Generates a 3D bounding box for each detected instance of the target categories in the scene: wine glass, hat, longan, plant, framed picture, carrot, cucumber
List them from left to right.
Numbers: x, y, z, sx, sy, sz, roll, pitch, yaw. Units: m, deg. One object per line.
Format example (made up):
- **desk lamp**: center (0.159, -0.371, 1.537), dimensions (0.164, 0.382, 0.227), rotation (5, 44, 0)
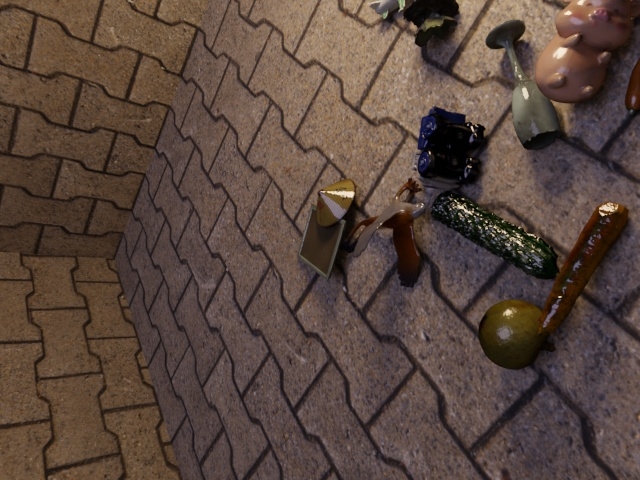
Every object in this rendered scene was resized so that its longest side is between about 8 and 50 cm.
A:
- **framed picture**: center (0.000, 0.000, 1.577), dimensions (0.274, 0.017, 0.216), rotation (36, 111, 59)
- **hat**: center (0.025, -0.147, 1.514), dimensions (0.193, 0.082, 0.192), rotation (-34, 37, 31)
- **plant**: center (0.312, -0.664, 1.282), dimensions (0.143, 0.131, 0.202), rotation (-31, 64, 38)
- **cucumber**: center (0.427, -0.016, 1.093), dimensions (0.359, 0.096, 0.096), rotation (38, 113, 43)
- **wine glass**: center (0.456, -0.344, 1.149), dimensions (0.264, 0.097, 0.309), rotation (138, 126, -61)
- **longan**: center (0.446, 0.216, 1.015), dimensions (0.176, 0.145, 0.154), rotation (27, 133, 6)
- **carrot**: center (0.541, 0.065, 0.936), dimensions (0.066, 0.066, 0.314), rotation (30, 93, 46)
- **carrot**: center (0.659, -0.328, 0.928), dimensions (0.035, 0.035, 0.141), rotation (11, 88, 48)

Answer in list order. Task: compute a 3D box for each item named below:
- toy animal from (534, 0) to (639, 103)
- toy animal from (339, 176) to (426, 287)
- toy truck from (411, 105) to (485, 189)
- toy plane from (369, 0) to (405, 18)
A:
- **toy animal**: center (0.564, -0.417, 0.957), dimensions (0.154, 0.167, 0.249), rotation (-85, 18, -78)
- **toy animal**: center (0.204, -0.048, 1.357), dimensions (0.301, 0.225, 0.284), rotation (-59, 25, 6)
- **toy truck**: center (0.322, -0.245, 1.217), dimensions (0.177, 0.161, 0.212), rotation (-167, 85, -67)
- **toy plane**: center (0.238, -0.788, 1.420), dimensions (0.174, 0.080, 0.173), rotation (-9, 77, 45)
